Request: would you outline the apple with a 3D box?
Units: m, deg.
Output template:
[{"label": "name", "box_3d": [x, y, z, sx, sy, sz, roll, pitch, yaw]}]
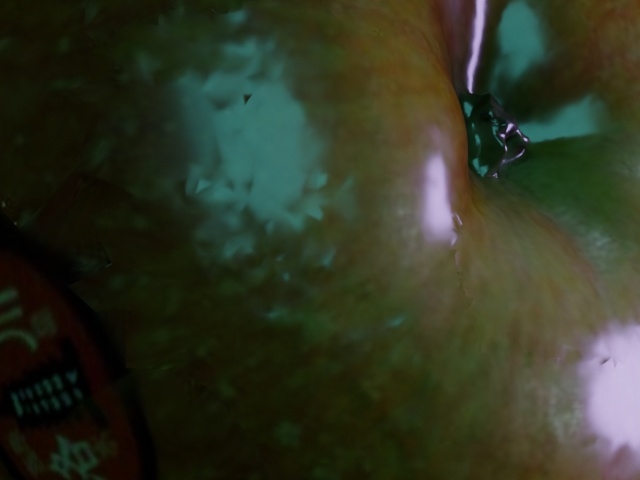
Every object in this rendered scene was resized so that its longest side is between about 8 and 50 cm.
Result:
[{"label": "apple", "box_3d": [0.000, 0.000, 0.518, 0.277, 0.250, 0.309, -44, 119, -28]}]
